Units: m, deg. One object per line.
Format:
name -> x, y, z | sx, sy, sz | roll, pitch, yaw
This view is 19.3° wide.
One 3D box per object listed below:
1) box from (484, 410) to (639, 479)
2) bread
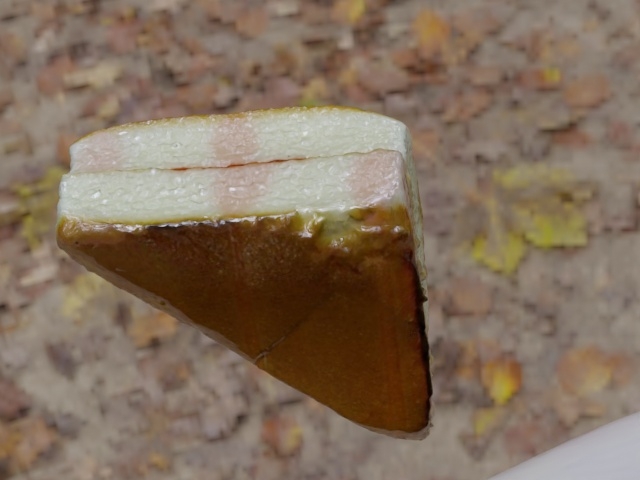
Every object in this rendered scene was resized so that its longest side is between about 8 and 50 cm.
box -> 0.043, 0.194, 0.367 | 0.349, 0.141, 0.289 | -24, 59, -13
bread -> 0.000, 0.000, 0.417 | 0.062, 0.109, 0.043 | -41, 29, 31
